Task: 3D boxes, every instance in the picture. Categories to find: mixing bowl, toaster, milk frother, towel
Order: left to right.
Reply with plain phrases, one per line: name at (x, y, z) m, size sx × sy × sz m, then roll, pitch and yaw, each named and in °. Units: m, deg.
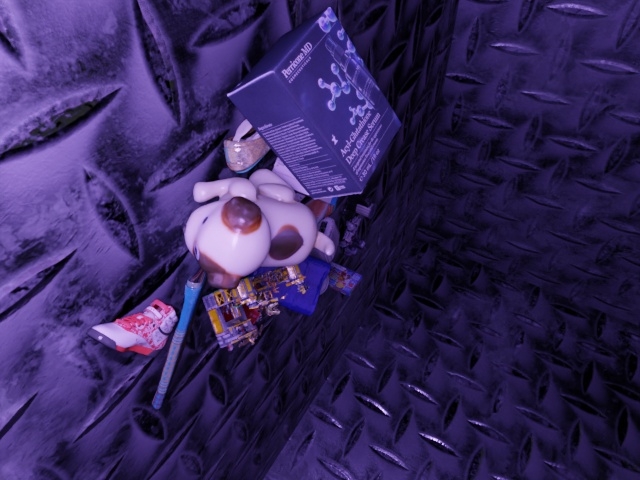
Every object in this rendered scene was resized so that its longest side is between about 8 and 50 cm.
towel at (-0.391, 0.244, 1.198) m, size 0.271 × 0.040 × 0.370 m, roll -116°, pitch -135°, yaw -76°
mixing bowl at (-0.291, 0.208, 1.438) m, size 0.181 × 0.098 × 0.181 m, roll -16°, pitch 111°, yaw -49°
towel at (-0.127, 0.142, 1.618) m, size 0.308 × 0.076 × 0.227 m, roll 24°, pitch 85°, yaw -30°
toaster at (0.000, 0.000, 1.839) m, size 0.146 × 0.129 × 0.227 m, roll 69°, pitch 34°, yaw -53°
milk frother at (0.188, -0.152, 2.123) m, size 0.143 × 0.135 × 0.129 m, roll -63°, pitch 156°, yaw -8°

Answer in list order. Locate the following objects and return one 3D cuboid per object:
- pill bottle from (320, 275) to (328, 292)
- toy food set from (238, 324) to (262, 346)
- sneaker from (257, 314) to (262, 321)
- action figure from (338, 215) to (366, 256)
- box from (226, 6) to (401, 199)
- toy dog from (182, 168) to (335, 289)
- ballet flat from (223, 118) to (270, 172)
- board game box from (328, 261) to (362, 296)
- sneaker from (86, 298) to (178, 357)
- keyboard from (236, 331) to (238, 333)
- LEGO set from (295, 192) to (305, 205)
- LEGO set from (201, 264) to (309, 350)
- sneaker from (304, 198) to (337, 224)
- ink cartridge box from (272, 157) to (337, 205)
pill bottle at (-0.053, 0.179, 1.901) m, size 0.146 × 0.146 × 0.264 m, roll -66°, pitch 158°, yaw 0°
toy food set at (-0.292, 0.387, 1.744) m, size 0.122 × 0.019 × 0.077 m, roll -16°, pitch 126°, yaw -52°
sneaker at (-0.272, 0.287, 1.661) m, size 0.058 × 0.052 × 0.135 m, roll -40°, pitch 144°, yaw -24°
action figure at (0.168, -0.018, 2.270) m, size 0.185 × 0.099 × 0.285 m, roll -49°, pitch 149°, yaw -20°
box at (0.001, -0.360, 1.172) m, size 0.395 × 0.212 × 0.293 m, roll 48°, pitch 59°, yaw -30°
toy dog at (-0.190, -0.007, 1.134) m, size 0.284 × 0.395 × 0.408 m, roll -60°, pitch 166°, yaw 17°
ballet flat at (-0.157, -0.333, 1.234) m, size 0.348 × 0.123 × 0.123 m, roll -50°, pitch 152°, yaw -34°
board game box at (0.095, 0.191, 2.165) m, size 0.136 × 0.201 × 0.035 m, roll -48°, pitch 152°, yaw -35°
sneaker at (-0.472, 0.212, 1.090) m, size 0.145 × 0.090 × 0.270 m, roll -61°, pitch 160°, yaw -14°
keyboard at (-0.314, 0.262, 1.585) m, size 0.072 × 0.014 × 0.256 m, roll -47°, pitch 151°, yaw -49°
LEGO set at (-0.128, -0.094, 1.509) m, size 0.182 × 0.060 × 0.244 m, roll -43°, pitch 163°, yaw 14°
LEGO set at (-0.181, 0.206, 1.286) m, size 0.331 × 0.255 × 0.192 m, roll -15°, pitch 82°, yaw -61°
sneaker at (0.001, -0.126, 1.773) m, size 0.302 × 0.108 × 0.121 m, roll -55°, pitch 151°, yaw -28°
ink cartridge box at (-0.033, -0.244, 1.501) m, size 0.233 × 0.171 × 0.168 m, roll 10°, pitch 103°, yaw -67°
